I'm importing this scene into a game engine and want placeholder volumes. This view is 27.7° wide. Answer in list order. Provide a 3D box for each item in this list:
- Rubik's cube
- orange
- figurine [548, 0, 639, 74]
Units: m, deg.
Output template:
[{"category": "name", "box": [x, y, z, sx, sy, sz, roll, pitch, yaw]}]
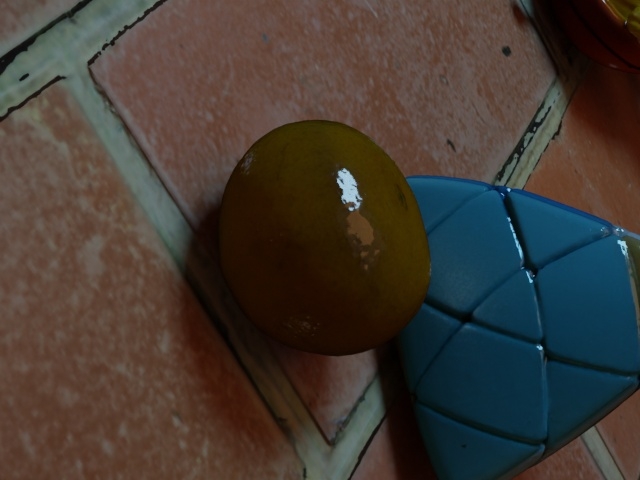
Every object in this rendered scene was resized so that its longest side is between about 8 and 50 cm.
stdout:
[{"category": "Rubik's cube", "box": [0.166, 0.081, 0.938, 0.254, 0.254, 0.254, 29, 52, -44]}, {"category": "orange", "box": [0.000, 0.000, 0.836, 0.156, 0.124, 0.156, 54, 21, -31]}, {"category": "figurine", "box": [0.358, -0.278, 1.403, 0.323, 0.196, 0.320, 8, 57, -58]}]
